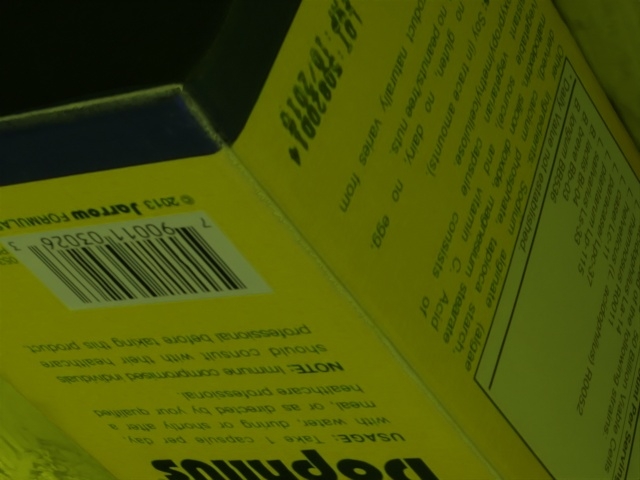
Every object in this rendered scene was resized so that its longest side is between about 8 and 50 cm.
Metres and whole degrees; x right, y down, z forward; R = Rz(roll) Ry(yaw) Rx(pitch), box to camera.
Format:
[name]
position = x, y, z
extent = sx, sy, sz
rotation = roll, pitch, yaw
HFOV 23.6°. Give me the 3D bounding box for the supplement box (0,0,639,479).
[supplement box]
position = 0.000, 0.000, 0.633
extent = 0.195, 0.194, 0.356
rotation = -6, 138, 35
